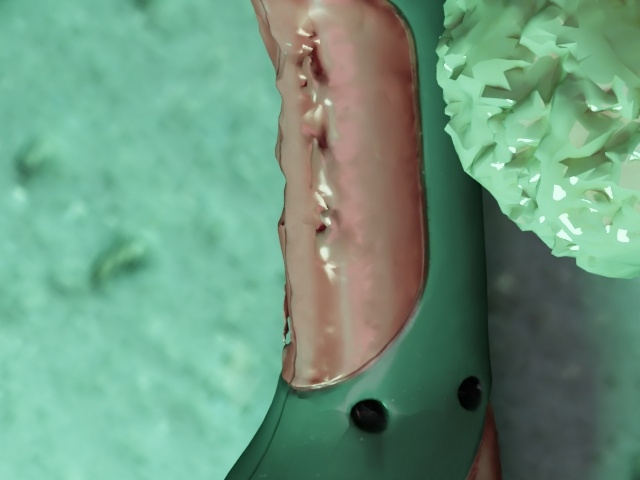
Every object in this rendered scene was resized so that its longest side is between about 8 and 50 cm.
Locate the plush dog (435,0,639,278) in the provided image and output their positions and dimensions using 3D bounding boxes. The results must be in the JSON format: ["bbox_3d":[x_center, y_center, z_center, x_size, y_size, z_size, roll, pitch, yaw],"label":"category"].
[{"bbox_3d":[0.163,-0.119,0.370,0.262,0.210,0.225,0,75,-5],"label":"plush dog"}]

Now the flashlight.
[{"bbox_3d":[0.000,0.000,0.474,0.103,0.103,0.304,-2,106,14],"label":"flashlight"}]
